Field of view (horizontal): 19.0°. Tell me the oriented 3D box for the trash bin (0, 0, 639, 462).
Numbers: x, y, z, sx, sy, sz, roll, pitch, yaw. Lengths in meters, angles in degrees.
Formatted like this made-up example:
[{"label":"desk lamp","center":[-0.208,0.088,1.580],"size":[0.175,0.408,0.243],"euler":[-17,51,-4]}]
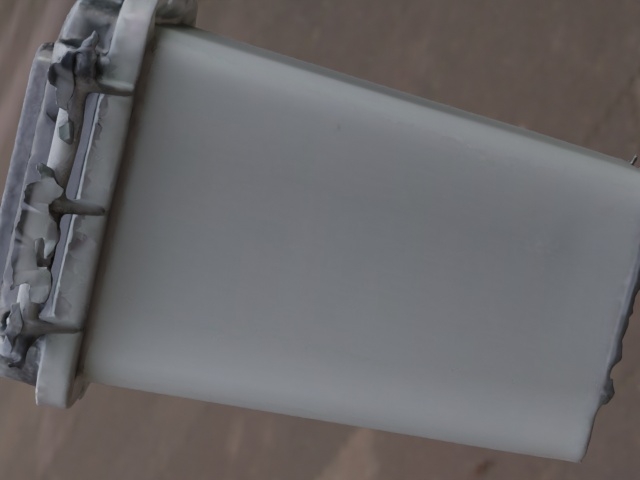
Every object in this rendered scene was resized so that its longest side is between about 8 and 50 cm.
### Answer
[{"label":"trash bin","center":[0.000,0.000,1.143],"size":[0.296,0.368,0.256],"euler":[-67,-9,-85]}]
